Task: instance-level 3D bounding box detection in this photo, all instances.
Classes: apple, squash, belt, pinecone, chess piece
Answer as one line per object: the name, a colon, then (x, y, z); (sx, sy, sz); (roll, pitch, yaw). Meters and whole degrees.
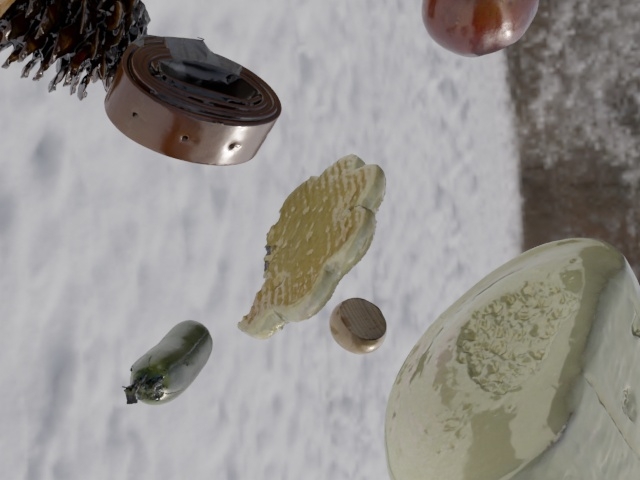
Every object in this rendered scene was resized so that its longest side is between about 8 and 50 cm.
apple: (0.216, -0.334, 1.481); (0.147, 0.156, 0.158); (-66, 161, -15)
squash: (-0.224, 0.188, 1.594); (0.331, 0.087, 0.087); (-50, 133, -79)
belt: (-0.189, -0.210, 1.620); (0.105, 0.261, 0.184); (-55, -144, 37)
pinecone: (-0.406, -0.343, 1.641); (0.246, 0.292, 0.246); (-169, -90, -69)
chess piece: (0.053, 0.119, 1.509); (0.038, 0.083, 0.084); (-55, -164, 41)

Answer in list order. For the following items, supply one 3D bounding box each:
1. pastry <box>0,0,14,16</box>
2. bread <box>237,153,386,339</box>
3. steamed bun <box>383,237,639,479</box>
pastry: (-0.399, -0.353, 1.135); (0.255, 0.162, 0.311); (35, 80, -41)
bread: (0.000, 0.000, 1.172); (0.039, 0.181, 0.251); (44, 37, -24)
steamed bun: (0.271, 0.255, 1.354); (0.371, 0.289, 0.456); (59, 43, -26)
